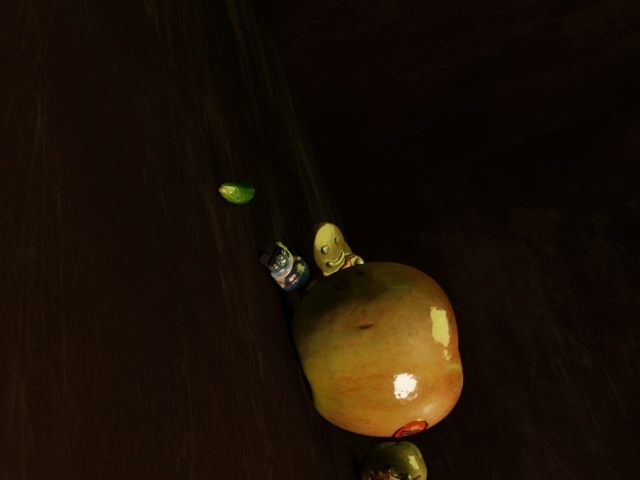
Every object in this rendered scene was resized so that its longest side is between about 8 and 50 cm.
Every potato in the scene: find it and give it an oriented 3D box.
[{"bbox_3d":[0.171,0.563,1.615,0.157,0.157,0.194,-21,108,-85],"label":"potato"}]

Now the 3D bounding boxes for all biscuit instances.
[{"bbox_3d":[0.044,0.117,1.651,0.216,0.047,0.340,-30,115,-46],"label":"biscuit"}]

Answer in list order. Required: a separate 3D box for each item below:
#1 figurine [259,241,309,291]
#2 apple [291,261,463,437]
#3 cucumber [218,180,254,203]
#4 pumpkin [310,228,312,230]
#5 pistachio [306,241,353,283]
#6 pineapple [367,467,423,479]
[{"bbox_3d":[-0.062,0.048,1.299,0.077,0.079,0.136,-63,168,-11],"label":"figurine"},{"bbox_3d":[0.104,0.212,1.336,0.338,0.305,0.339,172,-90,-85],"label":"apple"},{"bbox_3d":[-0.135,-0.080,1.153,0.168,0.039,0.039,-31,103,-81],"label":"cucumber"},{"bbox_3d":[0.000,0.000,2.172,0.083,0.054,0.074,-150,-138,-66],"label":"pumpkin"},{"bbox_3d":[0.034,0.101,1.778,0.153,0.137,0.238,-46,127,-54],"label":"pistachio"},{"bbox_3d":[0.170,0.533,1.441,0.176,0.137,0.161,36,18,-7],"label":"pineapple"}]
